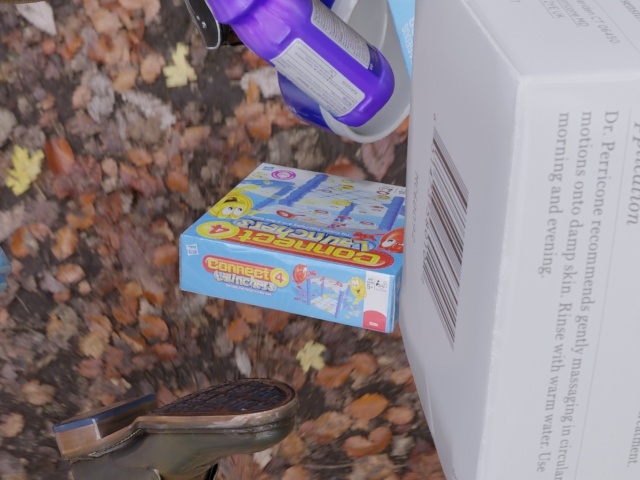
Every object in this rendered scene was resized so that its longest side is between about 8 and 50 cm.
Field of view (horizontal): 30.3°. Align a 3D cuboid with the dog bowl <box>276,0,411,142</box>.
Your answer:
[{"bbox_3d":[0.057,-0.279,1.680,0.104,0.265,0.265,23,75,31],"label":"dog bowl"}]

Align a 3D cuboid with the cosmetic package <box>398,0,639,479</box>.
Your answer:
[{"bbox_3d":[0.226,-0.012,0.466,0.365,0.155,0.197,-2,121,-8],"label":"cosmetic package"}]

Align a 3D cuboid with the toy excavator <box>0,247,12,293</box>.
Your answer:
[{"bbox_3d":[-0.490,0.206,1.303,0.433,0.222,0.445,-32,88,-7],"label":"toy excavator"}]

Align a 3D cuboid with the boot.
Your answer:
[{"bbox_3d":[-0.079,0.148,0.734,0.082,0.219,0.106,-17,92,-43],"label":"boot"}]

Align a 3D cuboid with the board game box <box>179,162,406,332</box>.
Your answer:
[{"bbox_3d":[0.000,0.000,1.685,0.308,0.302,0.086,10,115,16],"label":"board game box"}]

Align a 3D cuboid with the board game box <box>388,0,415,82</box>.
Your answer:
[{"bbox_3d":[0.224,-0.146,1.110,0.316,0.064,0.242,10,54,-31],"label":"board game box"}]

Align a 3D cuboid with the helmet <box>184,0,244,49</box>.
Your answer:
[{"bbox_3d":[-0.102,-0.334,1.517,0.169,0.169,0.162,-10,103,-6],"label":"helmet"}]

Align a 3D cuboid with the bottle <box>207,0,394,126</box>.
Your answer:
[{"bbox_3d":[-0.038,-0.245,1.348,0.092,0.118,0.283,-44,124,17],"label":"bottle"}]

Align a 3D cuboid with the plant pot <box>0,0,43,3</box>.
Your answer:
[{"bbox_3d":[-0.398,-0.441,1.695,0.237,0.237,0.110,-20,83,-8],"label":"plant pot"}]
